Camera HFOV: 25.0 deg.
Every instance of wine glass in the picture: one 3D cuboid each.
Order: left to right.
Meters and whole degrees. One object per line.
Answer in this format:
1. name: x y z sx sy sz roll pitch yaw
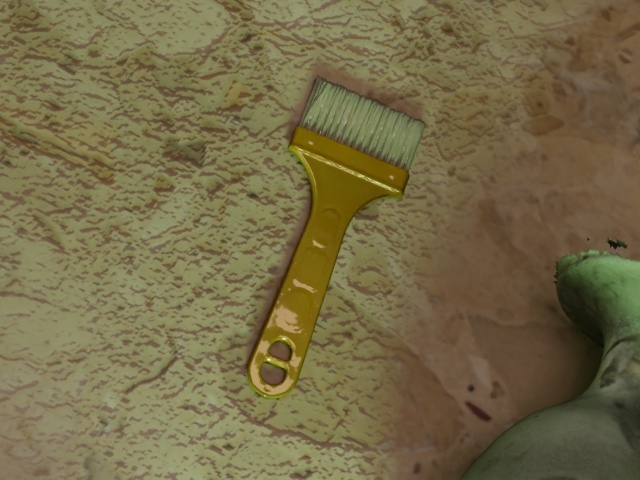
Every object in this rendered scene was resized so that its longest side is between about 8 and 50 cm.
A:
1. wine glass: 0.192 0.186 1.053 0.190 0.190 0.357 33 63 -3

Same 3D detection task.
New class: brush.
1. brush: 0.000 0.000 1.150 0.103 0.013 0.272 23 69 -7
